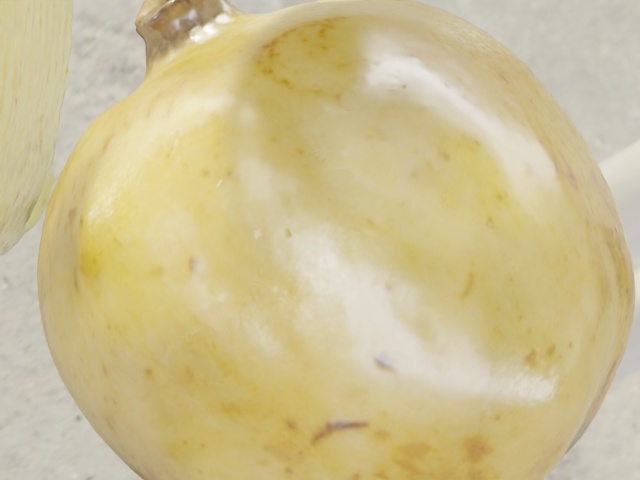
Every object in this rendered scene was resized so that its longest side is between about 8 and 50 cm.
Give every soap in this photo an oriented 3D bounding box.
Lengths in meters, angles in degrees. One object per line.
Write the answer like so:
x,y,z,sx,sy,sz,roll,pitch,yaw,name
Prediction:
-0.230,-0.098,1.013,0.115,0.427,0.306,15,92,0,soap

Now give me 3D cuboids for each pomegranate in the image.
0.000,0.000,0.533,0.196,0.196,0.196,18,58,-31,pomegranate
